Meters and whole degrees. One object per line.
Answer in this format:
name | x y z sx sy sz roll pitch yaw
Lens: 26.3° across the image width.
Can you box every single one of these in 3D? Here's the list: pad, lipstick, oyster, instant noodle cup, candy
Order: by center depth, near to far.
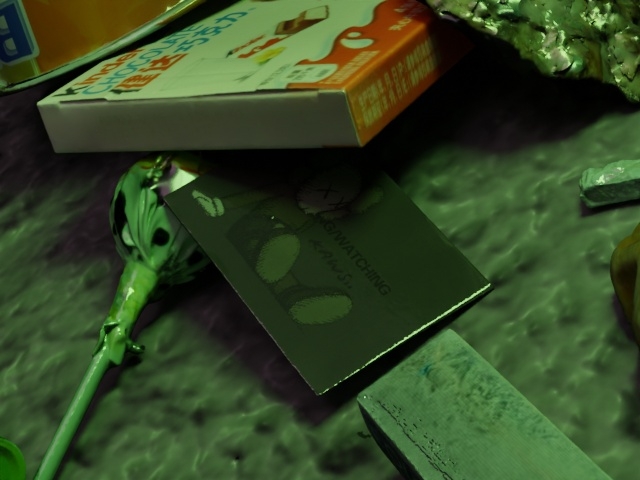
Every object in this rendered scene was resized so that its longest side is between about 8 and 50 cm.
lipstick | 0.114 0.145 0.625 0.076 0.077 0.289 -38 38 -7
pad | 0.000 0.000 0.854 0.127 0.004 0.190 -31 56 -14
candy | -0.134 0.068 0.888 0.091 0.083 0.305 -1 55 39
oyster | 0.154 -0.207 0.923 0.198 0.092 0.260 16 46 -8
instant noodle cup | -0.192 -0.276 1.100 0.296 0.214 0.296 -24 17 8

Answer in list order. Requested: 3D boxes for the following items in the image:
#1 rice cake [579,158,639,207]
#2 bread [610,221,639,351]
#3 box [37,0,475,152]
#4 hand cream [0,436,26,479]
rice cake | 0.212 -0.042 0.806 0.121 0.021 0.022 -13 32 23
bread | 0.223 0.045 0.662 0.128 0.088 0.232 -17 35 5
box | -0.020 -0.140 0.979 0.265 0.048 0.273 1 30 34
hand cream | -0.285 0.134 0.917 0.079 0.050 0.275 -26 20 -38
